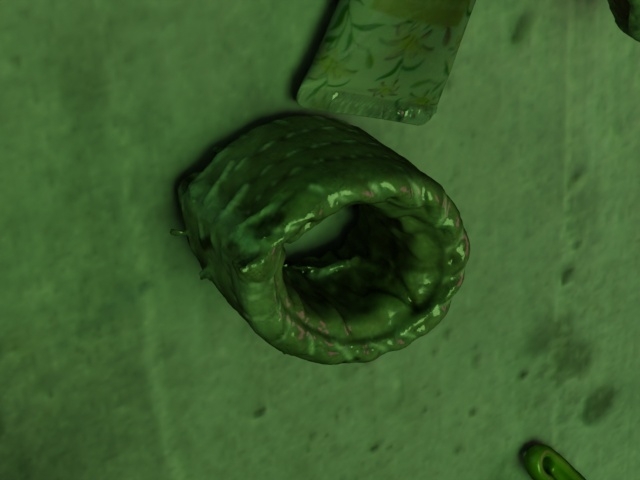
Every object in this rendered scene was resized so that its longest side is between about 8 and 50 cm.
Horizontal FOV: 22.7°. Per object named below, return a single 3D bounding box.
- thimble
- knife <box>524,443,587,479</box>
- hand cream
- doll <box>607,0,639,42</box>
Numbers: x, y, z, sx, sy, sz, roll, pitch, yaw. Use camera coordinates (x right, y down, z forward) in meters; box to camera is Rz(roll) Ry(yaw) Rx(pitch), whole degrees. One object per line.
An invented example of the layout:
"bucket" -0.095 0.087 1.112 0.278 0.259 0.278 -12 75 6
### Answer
"thimble" 0.000 0.000 0.608 0.110 0.062 0.084 6 114 -38
"knife" 0.151 0.152 0.838 0.184 0.026 0.022 45 46 -41
"hand cream" 0.051 -0.130 0.583 0.067 0.042 0.194 2 119 -38
"doll" 0.164 -0.177 0.614 0.103 0.071 0.214 16 103 -42
